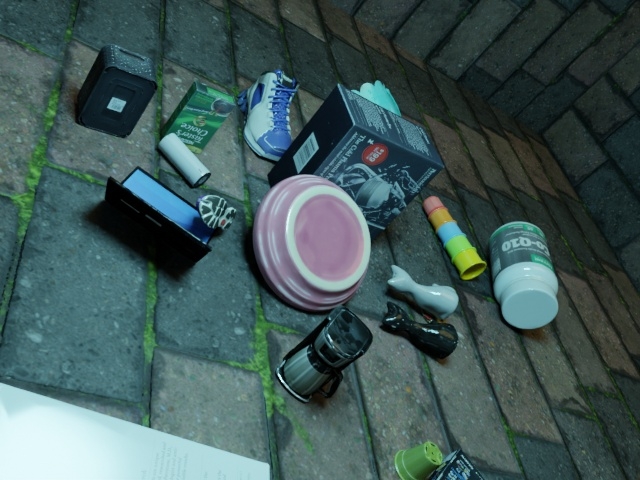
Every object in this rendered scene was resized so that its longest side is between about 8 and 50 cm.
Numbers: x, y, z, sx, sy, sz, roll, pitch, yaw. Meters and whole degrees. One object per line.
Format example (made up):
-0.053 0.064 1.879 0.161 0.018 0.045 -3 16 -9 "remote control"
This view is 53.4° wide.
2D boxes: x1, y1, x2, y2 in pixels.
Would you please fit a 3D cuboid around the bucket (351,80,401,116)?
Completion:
0.133 -0.349 2.018 0.281 0.281 0.183 -20 76 -55 "bucket"

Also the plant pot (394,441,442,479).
0.212 0.463 1.335 0.083 0.079 0.083 28 36 -23 "plant pot"

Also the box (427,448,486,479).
0.321 0.578 1.346 0.220 0.051 0.175 51 33 12 "box"

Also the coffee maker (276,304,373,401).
0.011 0.217 1.309 0.120 0.178 0.171 32 34 -18 "coffee maker"

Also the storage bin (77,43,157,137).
-0.459 -0.333 1.433 0.122 0.180 0.084 14 42 -38 "storage bin"

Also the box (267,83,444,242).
0.089 -0.186 1.705 0.313 0.343 0.178 17 39 -34 "box"

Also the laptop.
-0.314 -0.074 1.331 0.234 0.264 0.136 36 70 -11 "laptop"

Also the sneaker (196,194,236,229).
-0.243 -0.063 1.396 0.071 0.068 0.170 23 -7 10 "sneaker"

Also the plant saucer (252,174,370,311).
0.000 0.000 1.504 0.332 0.084 0.331 9 75 -36 "plant saucer"

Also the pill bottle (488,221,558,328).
0.676 0.113 2.125 0.204 0.204 0.361 33 33 -15 "pill bottle"

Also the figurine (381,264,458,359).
0.260 0.180 1.693 0.210 0.092 0.214 27 44 -15 "figurine"

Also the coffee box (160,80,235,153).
-0.302 -0.297 1.560 0.113 0.184 0.040 16 44 -38 "coffee box"

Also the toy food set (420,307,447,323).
0.316 0.209 1.797 0.083 0.020 0.083 13 44 -39 "toy food set"

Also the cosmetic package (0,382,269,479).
-0.279 0.348 0.815 0.385 0.217 0.156 24 37 -25 "cosmetic package"

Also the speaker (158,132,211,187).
-0.328 -0.193 1.531 0.136 0.055 0.055 47 32 7 "speaker"

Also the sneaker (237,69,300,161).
-0.139 -0.388 1.843 0.128 0.182 0.315 12 43 -37 "sneaker"

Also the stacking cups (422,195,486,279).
0.438 -0.022 2.124 0.096 0.096 0.316 9 46 -42 "stacking cups"
